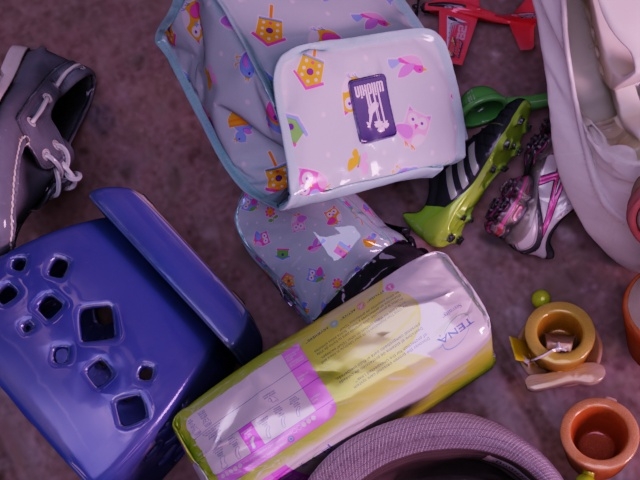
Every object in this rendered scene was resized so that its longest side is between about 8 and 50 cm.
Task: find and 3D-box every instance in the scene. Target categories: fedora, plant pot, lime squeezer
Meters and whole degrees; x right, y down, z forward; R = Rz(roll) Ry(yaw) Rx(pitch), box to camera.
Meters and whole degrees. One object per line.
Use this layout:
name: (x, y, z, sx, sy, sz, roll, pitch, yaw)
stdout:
fedora: (0.099, 0.283, 1.093, 0.275, 0.124, 0.244, -15, 81, -10)
plant pot: (-0.191, 0.095, 1.167, 0.212, 0.236, 0.236, -42, 78, -8)
lime squeezer: (0.148, -0.161, 1.272, 0.310, 0.059, 0.110, 15, 50, 9)

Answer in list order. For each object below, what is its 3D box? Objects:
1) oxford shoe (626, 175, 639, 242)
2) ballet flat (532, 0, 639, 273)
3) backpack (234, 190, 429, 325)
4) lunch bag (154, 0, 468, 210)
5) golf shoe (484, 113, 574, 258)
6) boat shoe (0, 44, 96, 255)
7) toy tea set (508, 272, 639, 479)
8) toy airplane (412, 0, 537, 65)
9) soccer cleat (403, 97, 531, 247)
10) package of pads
oxford shoe: (0.425, -0.026, 1.133, 0.348, 0.123, 0.130, 14, 48, -25)
ballet flat: (0.284, -0.139, 1.127, 0.139, 0.139, 0.400, -18, 105, 3)
backpack: (0.000, 0.000, 1.219, 0.152, 0.115, 0.182, -44, 75, 0)
lunch bag: (-0.002, -0.157, 1.166, 0.223, 0.160, 0.262, -15, 62, -34)
golf shoe: (0.247, -0.070, 1.234, 0.086, 0.067, 0.186, 31, 91, -8)
boat shoe: (-0.285, -0.096, 1.203, 0.099, 0.116, 0.319, 8, 36, -10)
toy tea set: (0.307, 0.163, 1.107, 0.200, 0.124, 0.336, -14, 58, 0)
toy airplane: (0.173, -0.243, 1.284, 0.151, 0.028, 0.151, -2, 63, 4)
soccer cleat: (0.151, -0.077, 1.237, 0.072, 0.060, 0.179, 36, 95, 26)
package of pads: (0.022, 0.139, 1.130, 0.296, 0.229, 0.101, -33, 73, -1)
